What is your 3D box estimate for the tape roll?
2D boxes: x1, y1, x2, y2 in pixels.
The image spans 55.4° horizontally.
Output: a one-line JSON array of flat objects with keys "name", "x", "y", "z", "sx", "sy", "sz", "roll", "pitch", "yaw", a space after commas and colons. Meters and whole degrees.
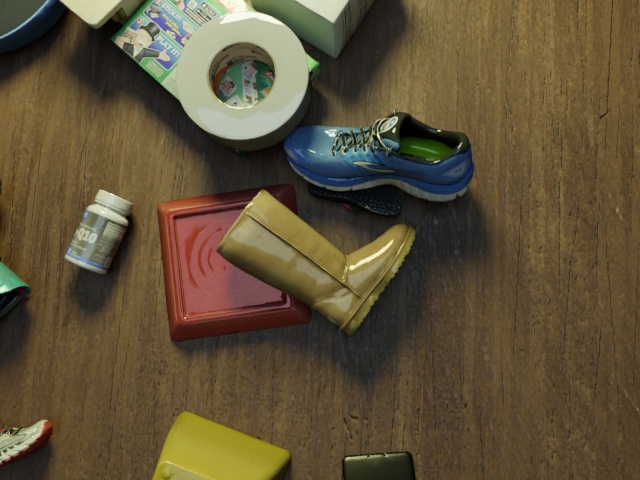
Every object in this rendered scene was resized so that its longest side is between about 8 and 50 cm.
[{"name": "tape roll", "x": -0.125, "y": -0.264, "z": 1.021, "sx": 0.219, "sy": 0.072, "sz": 0.219, "roll": -1, "pitch": 83, "yaw": 4}]

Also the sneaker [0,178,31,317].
[{"name": "sneaker", "x": -0.586, "y": 0.029, "z": 1.067, "sx": 0.178, "sy": 0.124, "sz": 0.296, "roll": 22, "pitch": 92, "yaw": 10}]

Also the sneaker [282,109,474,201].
[{"name": "sneaker", "x": 0.097, "y": -0.164, "z": 1.030, "sx": 0.329, "sy": 0.147, "sz": 0.130, "roll": 6, "pitch": 60, "yaw": 9}]

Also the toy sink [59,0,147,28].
[{"name": "toy sink", "x": -0.366, "y": -0.482, "z": 1.124, "sx": 0.152, "sy": 0.131, "sz": 0.234, "roll": 40, "pitch": 81, "yaw": 7}]

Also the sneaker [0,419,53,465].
[{"name": "sneaker", "x": -0.574, "y": 0.347, "z": 1.046, "sx": 0.225, "sy": 0.088, "sz": 0.093, "roll": -17, "pitch": 81, "yaw": 0}]

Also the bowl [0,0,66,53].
[{"name": "bowl", "x": -0.653, "y": -0.541, "z": 1.173, "sx": 0.390, "sy": 0.077, "sz": 0.392, "roll": 0, "pitch": 82, "yaw": 3}]

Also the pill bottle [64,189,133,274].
[{"name": "pill bottle", "x": -0.392, "y": -0.016, "z": 1.089, "sx": 0.078, "sy": 0.078, "sz": 0.137, "roll": 22, "pitch": 84, "yaw": 6}]

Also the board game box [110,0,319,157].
[{"name": "board game box", "x": -0.188, "y": -0.331, "z": 1.092, "sx": 0.317, "sy": 0.046, "sz": 0.213, "roll": 42, "pitch": 87, "yaw": 7}]

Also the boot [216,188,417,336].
[{"name": "boot", "x": 0.000, "y": 0.000, "z": 1.032, "sx": 0.269, "sy": 0.089, "sz": 0.236, "roll": 36, "pitch": 76, "yaw": -2}]

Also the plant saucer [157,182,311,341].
[{"name": "plant saucer", "x": -0.160, "y": 0.035, "z": 1.087, "sx": 0.258, "sy": 0.048, "sz": 0.259, "roll": -8, "pitch": 82, "yaw": 1}]

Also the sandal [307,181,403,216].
[{"name": "sandal", "x": 0.064, "y": -0.081, "z": 1.095, "sx": 0.179, "sy": 0.040, "sz": 0.067, "roll": 16, "pitch": 63, "yaw": 15}]

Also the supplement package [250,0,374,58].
[{"name": "supplement package", "x": 0.001, "y": -0.482, "z": 1.094, "sx": 0.194, "sy": 0.149, "sz": 0.203, "roll": 33, "pitch": 85, "yaw": 6}]

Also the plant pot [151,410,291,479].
[{"name": "plant pot", "x": -0.187, "y": 0.420, "z": 0.966, "sx": 0.212, "sy": 0.187, "sz": 0.212, "roll": 19, "pitch": 84, "yaw": 6}]

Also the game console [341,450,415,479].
[{"name": "game console", "x": 0.102, "y": 0.429, "z": 1.039, "sx": 0.122, "sy": 0.071, "sz": 0.107, "roll": -5, "pitch": 112, "yaw": 3}]
